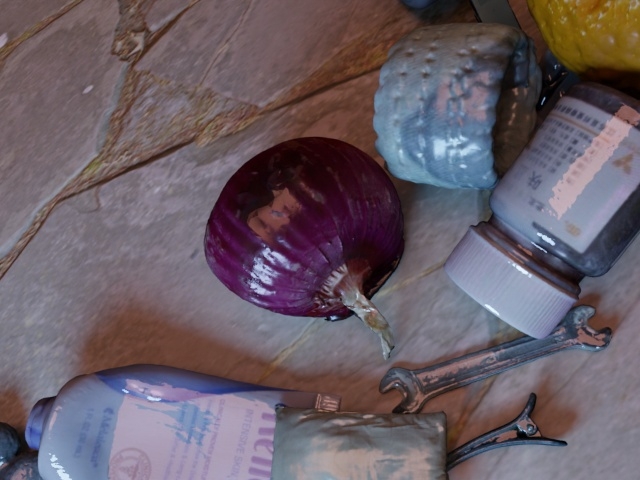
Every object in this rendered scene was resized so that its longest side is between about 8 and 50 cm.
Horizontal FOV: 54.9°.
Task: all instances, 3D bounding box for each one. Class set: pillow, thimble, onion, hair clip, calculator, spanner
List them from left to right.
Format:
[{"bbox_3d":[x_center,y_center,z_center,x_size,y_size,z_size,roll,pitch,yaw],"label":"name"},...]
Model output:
[{"bbox_3d":[-0.021,-0.022,0.824,0.273,0.230,0.256,14,74,29],"label":"onion"},{"bbox_3d":[0.043,0.280,0.756,0.230,0.050,0.148,-1,63,15],"label":"pillow"},{"bbox_3d":[0.183,-0.182,0.823,0.172,0.204,0.250,9,55,32],"label":"thimble"},{"bbox_3d":[0.180,0.273,0.757,0.230,0.039,0.070,-32,64,9],"label":"hair clip"},{"bbox_3d":[0.220,0.155,0.795,0.302,0.017,0.071,-23,61,9],"label":"spanner"},{"bbox_3d":[0.251,-0.337,0.905,0.057,0.172,0.018,-35,22,5],"label":"calculator"}]

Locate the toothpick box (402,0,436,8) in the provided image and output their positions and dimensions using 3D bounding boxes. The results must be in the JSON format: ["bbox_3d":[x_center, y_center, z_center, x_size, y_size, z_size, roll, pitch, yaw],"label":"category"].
[{"bbox_3d":[0.237,-0.554,0.930,0.355,0.263,0.262,-30,64,3],"label":"toothpick box"}]

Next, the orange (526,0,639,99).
[{"bbox_3d":[0.411,-0.326,0.693,0.294,0.340,0.340,-18,61,-25],"label":"orange"}]

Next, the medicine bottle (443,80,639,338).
[{"bbox_3d":[0.284,-0.033,0.727,0.165,0.165,0.273,42,104,26],"label":"medicine bottle"}]

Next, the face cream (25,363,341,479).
[{"bbox_3d":[-0.199,0.289,0.841,0.421,0.137,0.234,9,71,9],"label":"face cream"}]

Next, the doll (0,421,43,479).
[{"bbox_3d":[-0.540,0.418,0.857,0.246,0.158,0.340,37,81,14],"label":"doll"}]

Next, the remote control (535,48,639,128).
[{"bbox_3d":[0.385,-0.135,0.806,0.313,0.055,0.109,49,123,27],"label":"remote control"}]
